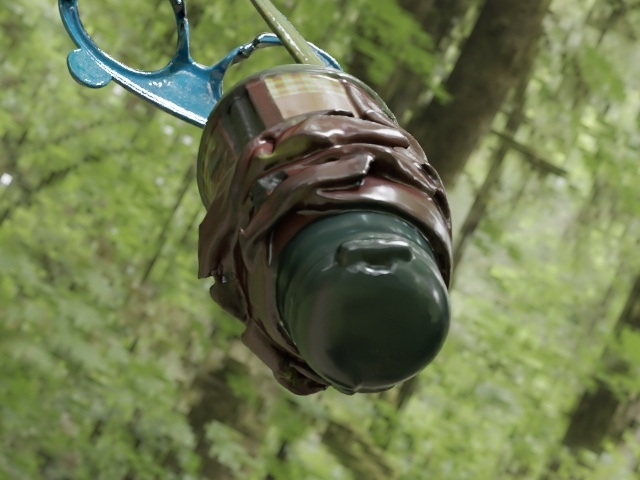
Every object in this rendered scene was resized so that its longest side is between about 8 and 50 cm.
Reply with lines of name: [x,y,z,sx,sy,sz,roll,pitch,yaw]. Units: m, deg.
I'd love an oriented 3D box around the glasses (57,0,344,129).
glasses: [-0.060,-0.181,1.299,0.239,0.102,0.207,27,-56,-10]

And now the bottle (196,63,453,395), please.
bottle: [0.000,0.000,1.003,0.143,0.156,0.271,1,22,-10]
